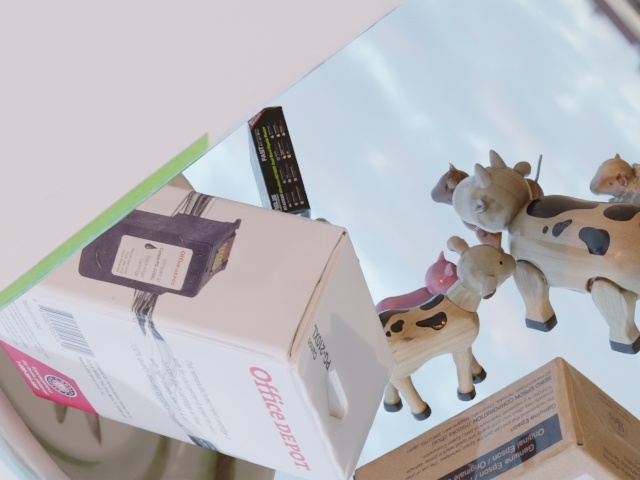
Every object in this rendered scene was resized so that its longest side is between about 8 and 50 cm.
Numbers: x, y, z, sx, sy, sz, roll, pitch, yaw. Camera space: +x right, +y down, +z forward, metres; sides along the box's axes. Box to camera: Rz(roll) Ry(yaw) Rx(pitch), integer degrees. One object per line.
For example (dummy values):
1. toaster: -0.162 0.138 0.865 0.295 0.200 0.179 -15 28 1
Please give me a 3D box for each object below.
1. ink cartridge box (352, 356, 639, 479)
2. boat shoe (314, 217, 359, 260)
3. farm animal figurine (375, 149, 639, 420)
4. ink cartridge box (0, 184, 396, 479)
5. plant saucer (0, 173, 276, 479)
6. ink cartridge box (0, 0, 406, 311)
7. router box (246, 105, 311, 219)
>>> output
1. ink cartridge box: 0.171 0.210 1.413 0.235 0.193 0.088 37 -148 -34
2. boat shoe: 0.000 0.000 1.525 0.100 0.035 0.035 19 -169 -45
3. farm animal figurine: 0.195 0.012 1.872 0.330 0.327 0.172 -62 -37 -45
4. ink cartridge box: -0.087 0.050 1.227 0.237 0.100 0.172 14 152 22
5. plant saucer: -0.187 0.069 1.488 0.400 0.100 0.400 43 -148 -36
6. ink cartridge box: -0.100 -0.105 0.421 0.115 0.198 0.273 53 178 -35
7. router box: -0.040 -0.055 1.878 0.092 0.038 0.122 87 169 -62
